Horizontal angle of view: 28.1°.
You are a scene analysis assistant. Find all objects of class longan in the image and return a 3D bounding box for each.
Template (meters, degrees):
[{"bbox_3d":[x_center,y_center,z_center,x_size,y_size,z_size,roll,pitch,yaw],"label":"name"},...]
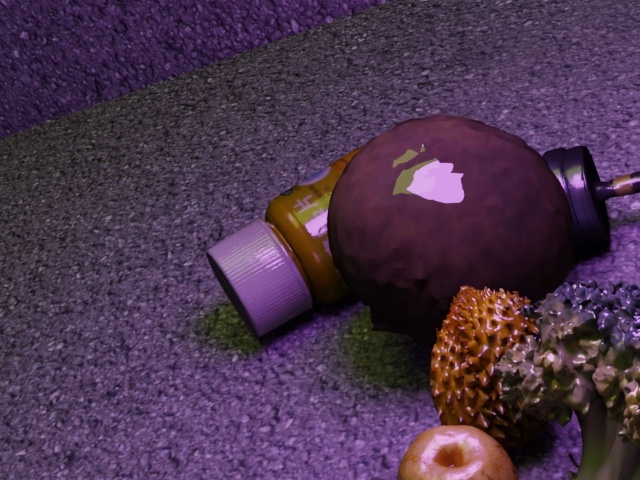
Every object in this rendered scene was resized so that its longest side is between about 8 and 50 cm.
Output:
[{"bbox_3d":[0.198,-0.007,2.016,0.391,0.391,0.391,-20,29,11],"label":"longan"}]

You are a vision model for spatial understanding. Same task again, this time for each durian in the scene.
[{"bbox_3d":[0.253,0.192,1.789,0.138,0.250,0.183,-5,11,39],"label":"durian"}]

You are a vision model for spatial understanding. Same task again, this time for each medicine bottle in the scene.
[{"bbox_3d":[0.000,0.000,2.342,0.384,0.224,0.224,-31,28,-10],"label":"medicine bottle"}]

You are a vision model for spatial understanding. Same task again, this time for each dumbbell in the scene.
[{"bbox_3d":[0.525,-0.097,2.117,0.388,0.185,0.185,-14,30,18],"label":"dumbbell"}]

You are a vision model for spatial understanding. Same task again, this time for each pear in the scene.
[{"bbox_3d":[0.180,0.336,1.693,0.178,0.178,0.178,-20,29,11],"label":"pear"}]

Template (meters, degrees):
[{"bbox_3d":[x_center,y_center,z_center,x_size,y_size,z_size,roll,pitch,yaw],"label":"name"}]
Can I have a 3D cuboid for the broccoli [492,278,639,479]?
[{"bbox_3d":[0.418,0.205,1.635,0.348,0.293,0.281,37,110,47],"label":"broccoli"}]
